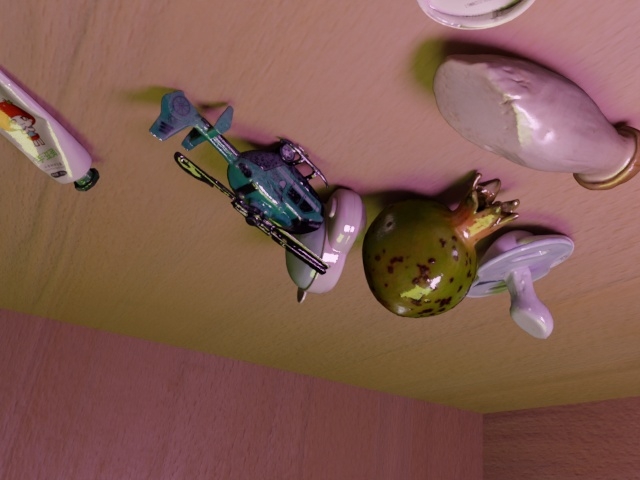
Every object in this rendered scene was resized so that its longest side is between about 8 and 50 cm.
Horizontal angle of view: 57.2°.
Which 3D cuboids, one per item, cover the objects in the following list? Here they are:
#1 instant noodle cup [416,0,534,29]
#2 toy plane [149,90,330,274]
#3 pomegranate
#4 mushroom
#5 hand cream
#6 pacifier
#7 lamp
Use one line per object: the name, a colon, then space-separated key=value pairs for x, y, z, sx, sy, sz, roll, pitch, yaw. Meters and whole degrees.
instant noodle cup: x=0.141 y=-0.278 z=0.534 sx=0.151 sy=0.122 sz=0.151 roll=8 pitch=158 yaw=3
toy plane: x=-0.108 y=-0.104 z=0.964 sx=0.106 sy=0.155 sz=0.382 roll=-15 pitch=131 yaw=41
pomegranate: x=0.196 y=0.016 z=1.039 sx=0.231 sy=0.231 sz=0.286 roll=18 pitch=147 yaw=-22
mushroom: x=0.297 y=-0.152 z=0.777 sx=0.350 sy=0.128 sz=0.128 roll=17 pitch=154 yaw=-30
hand cream: x=-0.500 y=-0.199 z=0.980 sx=0.121 sy=0.076 sz=0.336 roll=-5 pitch=146 yaw=23
pacifier: x=0.419 y=0.095 z=1.184 sx=0.227 sy=0.207 sz=0.279 roll=-10 pitch=156 yaw=-5
lamp: x=-0.002 y=-0.001 z=1.131 sx=0.108 sy=0.179 sz=0.246 roll=14 pitch=136 yaw=-22
